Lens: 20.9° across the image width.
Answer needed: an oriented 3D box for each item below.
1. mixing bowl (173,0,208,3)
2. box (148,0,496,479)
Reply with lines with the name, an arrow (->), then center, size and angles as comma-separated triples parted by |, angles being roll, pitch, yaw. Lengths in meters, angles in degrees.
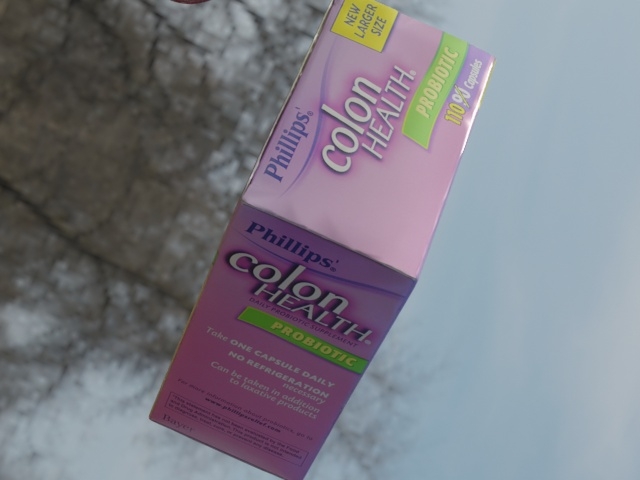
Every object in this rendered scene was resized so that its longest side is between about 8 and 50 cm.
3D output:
mixing bowl -> -0.190, -0.403, 2.270 | 0.181, 0.181, 0.098 | -62, 160, 14
box -> 0.000, 0.000, 1.153 | 0.243, 0.117, 0.213 | 115, -1, -47
